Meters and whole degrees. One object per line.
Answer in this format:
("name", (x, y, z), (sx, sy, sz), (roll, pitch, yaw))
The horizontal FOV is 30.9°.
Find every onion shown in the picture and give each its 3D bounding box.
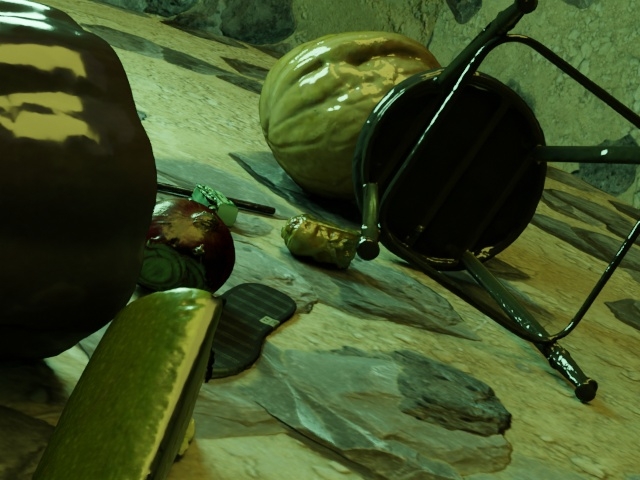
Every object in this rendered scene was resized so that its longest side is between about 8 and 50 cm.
("onion", (-0.147, 0.005, 1.233), (0.117, 0.118, 0.118), (39, 6, -25))

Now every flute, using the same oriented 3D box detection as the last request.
("flute", (-0.180, -0.066, 1.649), (0.269, 0.014, 0.014), (11, 17, -31))

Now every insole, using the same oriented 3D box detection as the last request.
("insole", (-0.093, 0.087, 1.211), (0.110, 0.012, 0.309), (23, 15, 13))

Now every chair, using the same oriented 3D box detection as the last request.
("chair", (0.237, -0.073, 1.549), (0.362, 0.364, 0.410), (32, 0, -15))

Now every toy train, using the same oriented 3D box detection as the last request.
("toy train", (-0.149, -0.050, 1.595), (0.053, 0.033, 0.083), (19, 13, -27))

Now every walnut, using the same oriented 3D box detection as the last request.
("walnut", (0.067, -0.210, 1.927), (0.333, 0.333, 0.333), (19, 14, -5))

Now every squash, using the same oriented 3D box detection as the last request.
("squash", (-0.154, 0.166, 0.823), (0.093, 0.169, 0.252), (18, 48, 0))

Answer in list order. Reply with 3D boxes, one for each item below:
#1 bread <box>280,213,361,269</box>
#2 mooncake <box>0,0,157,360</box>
("bread", (0.000, 0.000, 1.566), (0.110, 0.060, 0.066), (18, 42, -13))
("mooncake", (-0.273, -0.050, 0.939), (0.154, 0.306, 0.306), (0, 24, -40))
